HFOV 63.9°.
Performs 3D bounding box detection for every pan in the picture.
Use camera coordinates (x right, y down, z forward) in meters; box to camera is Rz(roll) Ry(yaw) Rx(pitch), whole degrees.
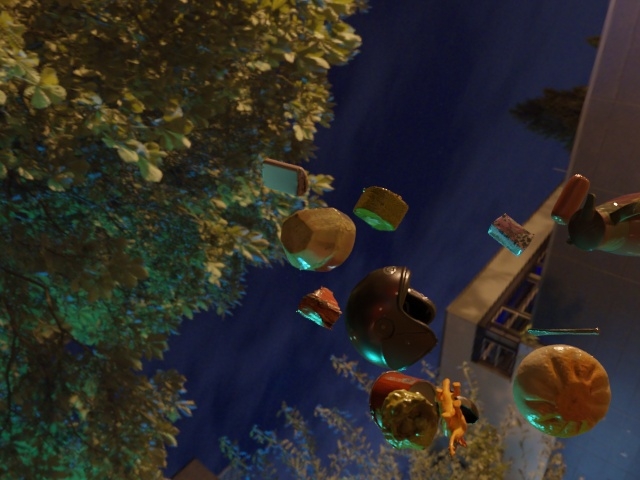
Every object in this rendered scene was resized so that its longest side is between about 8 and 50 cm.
[{"bbox_3d":[0.440,0.505,1.592,0.202,0.128,0.048,97,-162,-55],"label":"pan"}]

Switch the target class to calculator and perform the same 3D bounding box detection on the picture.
[{"bbox_3d":[-0.116,-0.195,1.596,0.032,0.175,0.100,-43,-37,-46],"label":"calculator"}]

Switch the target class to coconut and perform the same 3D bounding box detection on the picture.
[{"bbox_3d":[0.000,0.000,1.625,0.237,0.237,0.197,25,-120,-57],"label":"coconut"}]

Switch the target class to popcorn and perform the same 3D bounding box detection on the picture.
[{"bbox_3d":[0.283,0.574,1.626,0.197,0.198,0.155,-66,9,-2],"label":"popcorn"}]

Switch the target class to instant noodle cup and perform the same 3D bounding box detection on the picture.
[{"bbox_3d":[0.346,0.650,2.043,0.250,0.192,0.250,7,-105,-29],"label":"instant noodle cup"}]

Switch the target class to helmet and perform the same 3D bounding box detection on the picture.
[{"bbox_3d":[0.146,0.159,1.057,0.189,0.193,0.215,-43,-46,-71],"label":"helmet"}]

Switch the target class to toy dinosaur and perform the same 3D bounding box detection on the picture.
[{"bbox_3d":[0.324,0.448,1.255,0.288,0.071,0.117,-73,-30,-65],"label":"toy dinosaur"}]

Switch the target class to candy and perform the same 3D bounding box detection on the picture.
[{"bbox_3d":[0.761,-0.024,2.044,0.092,0.160,0.073,-39,-21,-22],"label":"candy"}]

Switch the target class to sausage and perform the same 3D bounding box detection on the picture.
[{"bbox_3d":[0.729,-0.120,1.495,0.154,0.062,0.062,-59,-33,-6],"label":"sausage"}]

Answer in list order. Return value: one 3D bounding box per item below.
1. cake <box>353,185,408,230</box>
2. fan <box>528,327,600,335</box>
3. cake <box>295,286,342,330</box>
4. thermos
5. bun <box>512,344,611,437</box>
[{"bbox_3d":[0.249,-0.139,2.215,0.179,0.260,0.156,37,-101,-16],"label":"cake"},{"bbox_3d":[0.929,0.350,1.959,0.057,0.282,0.023,35,-116,-27],"label":"fan"},{"bbox_3d":[-0.015,0.212,1.721,0.287,0.135,0.098,-137,70,-80],"label":"cake"},{"bbox_3d":[0.663,-0.038,1.092,0.265,0.145,0.176,-3,-25,-25],"label":"thermos"},{"bbox_3d":[0.772,0.481,1.619,0.165,0.299,0.298,-56,-14,-84],"label":"bun"}]
